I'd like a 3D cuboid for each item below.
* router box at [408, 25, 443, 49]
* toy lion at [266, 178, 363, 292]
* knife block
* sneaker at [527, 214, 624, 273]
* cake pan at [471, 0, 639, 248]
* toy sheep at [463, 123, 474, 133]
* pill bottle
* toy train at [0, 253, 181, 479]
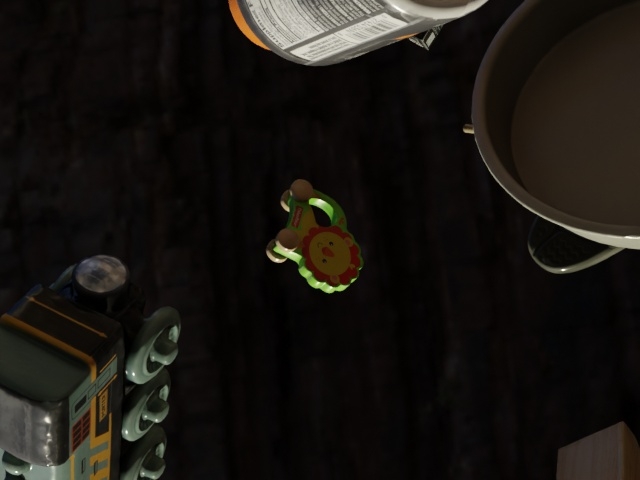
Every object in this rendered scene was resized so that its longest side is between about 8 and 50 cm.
[{"bbox_3d":[0.091,-0.282,1.627,0.092,0.122,0.038,-58,-18,0],"label":"router box"},{"bbox_3d":[0.000,0.000,1.451,0.034,0.096,0.100,-45,25,53],"label":"toy lion"},{"bbox_3d":[0.291,0.320,1.505,0.242,0.088,0.276,22,-134,-56],"label":"knife block"},{"bbox_3d":[0.294,-0.048,1.358,0.087,0.227,0.130,44,-176,24],"label":"sneaker"},{"bbox_3d":[0.267,-0.113,1.150,0.054,0.293,0.293,59,-156,-52],"label":"cake pan"},{"bbox_3d":[0.251,-0.145,1.911,0.091,0.132,0.091,-8,-81,-62],"label":"toy sheep"},{"bbox_3d":[0.019,-0.198,1.040,0.245,0.130,0.130,-7,92,63],"label":"pill bottle"},{"bbox_3d":[-0.233,0.167,1.360,0.190,0.142,0.334,-48,-22,-42],"label":"toy train"}]
